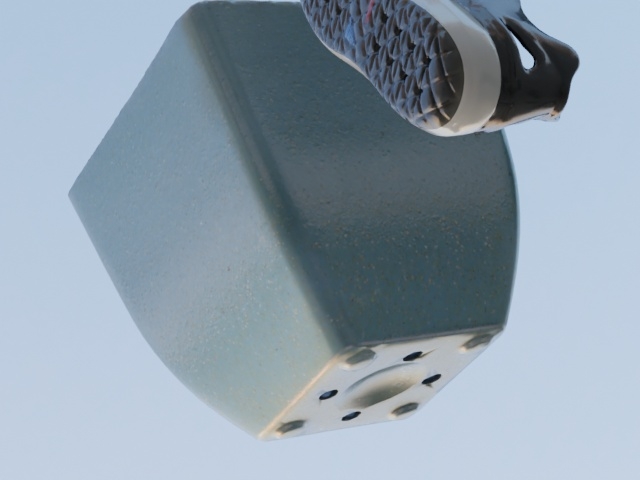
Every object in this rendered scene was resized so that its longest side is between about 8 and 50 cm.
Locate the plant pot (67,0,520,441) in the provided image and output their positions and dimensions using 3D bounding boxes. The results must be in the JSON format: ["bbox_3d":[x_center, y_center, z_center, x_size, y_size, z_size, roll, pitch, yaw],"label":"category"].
[{"bbox_3d":[0.000,0.000,1.228,0.247,0.252,0.248,-4,-30,-35],"label":"plant pot"}]

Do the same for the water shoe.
[{"bbox_3d":[0.050,-0.109,0.801,0.080,0.203,0.073,1,-53,-26],"label":"water shoe"}]
